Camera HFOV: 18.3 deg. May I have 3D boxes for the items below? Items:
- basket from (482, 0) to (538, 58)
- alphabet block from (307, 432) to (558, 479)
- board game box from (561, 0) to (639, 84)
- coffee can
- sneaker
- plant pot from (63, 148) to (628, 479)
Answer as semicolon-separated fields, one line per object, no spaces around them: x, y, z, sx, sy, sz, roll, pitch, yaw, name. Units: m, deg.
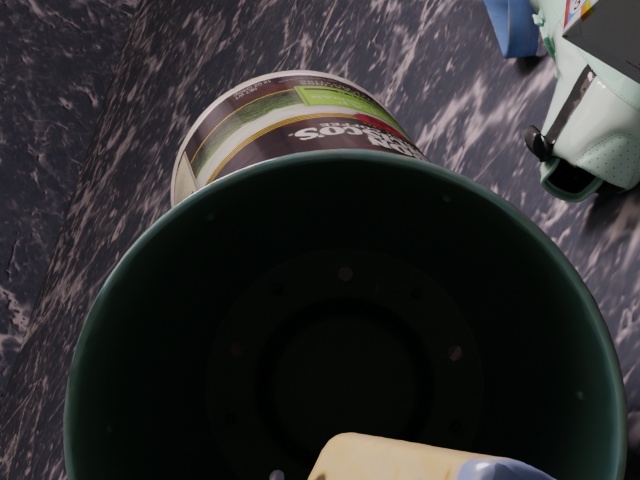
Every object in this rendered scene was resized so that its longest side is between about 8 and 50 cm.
0.142;-0.315;1.574;0.255;0.201;0.289;-103;6;-65;basket
0.078;0.209;0.890;0.192;0.193;0.197;-63;16;-10;alphabet block
0.246;-0.214;1.154;0.142;0.144;0.275;-46;23;42;board game box
0.000;0.000;1.450;0.201;0.201;0.275;-59;16;9;coffee can
0.167;-0.109;1.319;0.151;0.094;0.256;-63;15;7;sneaker
0.014;0.094;1.139;0.293;0.293;0.235;-61;1;3;plant pot
